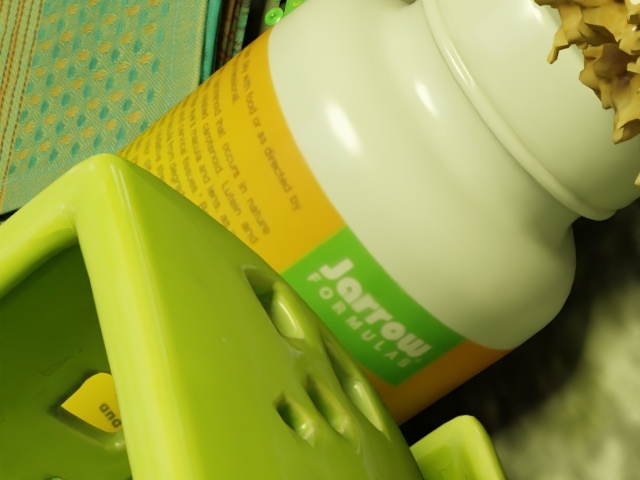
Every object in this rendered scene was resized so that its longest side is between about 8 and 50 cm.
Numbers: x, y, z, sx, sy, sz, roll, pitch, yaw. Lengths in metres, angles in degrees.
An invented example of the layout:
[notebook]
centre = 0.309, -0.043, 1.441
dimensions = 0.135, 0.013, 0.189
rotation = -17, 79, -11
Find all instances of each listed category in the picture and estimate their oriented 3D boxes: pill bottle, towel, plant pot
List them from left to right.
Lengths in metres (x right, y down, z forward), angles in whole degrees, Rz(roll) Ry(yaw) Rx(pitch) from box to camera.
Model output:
[towel]
centre = -0.161, -0.110, 0.923
dimensions = 0.370, 0.040, 0.271
rotation = -13, 57, 41
[plant pot]
centre = -0.045, 0.151, 0.517
dimensions = 0.228, 0.207, 0.227
rotation = -40, 43, 24
[pill bottle]
centre = 0.000, 0.000, 0.622
dimensions = 0.245, 0.136, 0.136
rotation = -37, 46, 23

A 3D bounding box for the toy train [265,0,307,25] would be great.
[toy train]
centre = -0.006, -0.125, 0.795
dimensions = 0.023, 0.017, 0.083
rotation = -4, 63, 32

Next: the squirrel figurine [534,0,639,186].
[squirrel figurine]
centre = 0.190, -0.198, 0.446
dimensions = 0.370, 0.281, 0.397
rotation = 47, 132, 46
